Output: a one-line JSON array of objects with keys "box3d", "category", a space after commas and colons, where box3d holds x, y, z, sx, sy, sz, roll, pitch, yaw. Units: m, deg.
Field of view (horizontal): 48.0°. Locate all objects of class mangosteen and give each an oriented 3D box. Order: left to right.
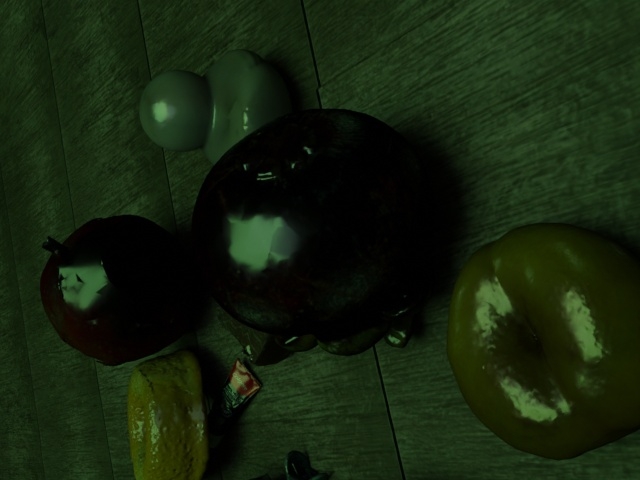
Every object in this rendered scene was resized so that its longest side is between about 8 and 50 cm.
[{"box3d": [-0.004, -0.010, 0.928, 0.330, 0.330, 0.330, 6, 98, 48], "category": "mangosteen"}]

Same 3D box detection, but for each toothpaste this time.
[{"box3d": [-0.173, 0.306, 1.336, 0.071, 0.045, 0.193, 47, 122, 25], "category": "toothpaste"}]

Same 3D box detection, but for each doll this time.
[{"box3d": [-0.176, -0.207, 1.164, 0.251, 0.221, 0.221, 21, 109, 46], "category": "doll"}]

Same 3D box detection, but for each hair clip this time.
[{"box3d": [-0.033, 0.487, 1.199, 0.083, 0.048, 0.275, 22, 115, 44], "category": "hair clip"}]

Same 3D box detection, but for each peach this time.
[{"box3d": [0.245, 0.101, 0.760, 0.251, 0.153, 0.251, 7, 100, 41], "category": "peach"}]

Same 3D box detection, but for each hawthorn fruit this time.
[{"box3d": [-0.369, 0.093, 1.364, 0.316, 0.316, 0.316, 6, 98, 48], "category": "hawthorn fruit"}]

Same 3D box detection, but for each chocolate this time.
[{"box3d": [-0.085, 0.084, 1.175, 0.148, 0.093, 0.214, 44, 125, 36], "category": "chocolate"}]

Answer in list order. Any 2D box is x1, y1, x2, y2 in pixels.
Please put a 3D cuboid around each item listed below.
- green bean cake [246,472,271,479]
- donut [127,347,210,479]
[{"box3d": [-0.123, 0.507, 1.223, 0.181, 0.094, 0.173, -57, 46, 53], "category": "green bean cake"}, {"box3d": [-0.304, 0.353, 1.390, 0.303, 0.110, 0.303, 180, 90, -65], "category": "donut"}]
